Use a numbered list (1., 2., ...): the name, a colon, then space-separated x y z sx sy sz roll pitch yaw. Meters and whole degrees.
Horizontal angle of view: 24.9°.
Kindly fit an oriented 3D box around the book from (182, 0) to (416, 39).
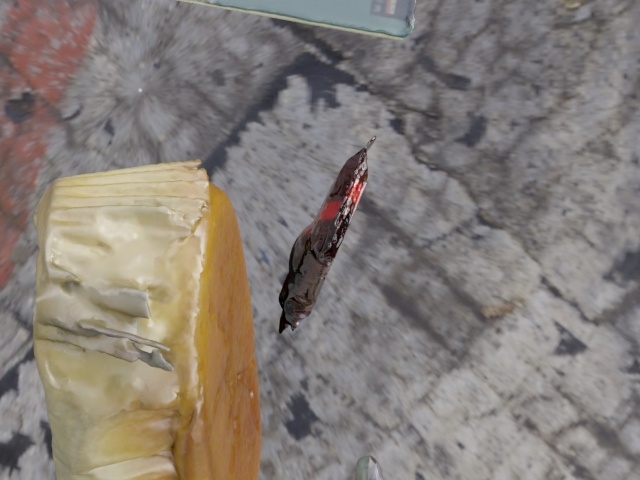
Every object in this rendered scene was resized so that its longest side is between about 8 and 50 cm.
1. book: -0.078 -0.329 1.234 0.379 0.031 0.264 6 98 -18

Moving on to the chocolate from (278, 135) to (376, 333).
1. chocolate: 0.000 0.000 0.906 0.028 0.182 0.086 23 69 1

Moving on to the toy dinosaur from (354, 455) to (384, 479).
1. toy dinosaur: 0.062 0.205 0.407 0.077 0.162 0.294 1 126 32

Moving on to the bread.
1. bread: -0.140 0.106 1.224 0.183 0.236 0.389 -3 133 -5
